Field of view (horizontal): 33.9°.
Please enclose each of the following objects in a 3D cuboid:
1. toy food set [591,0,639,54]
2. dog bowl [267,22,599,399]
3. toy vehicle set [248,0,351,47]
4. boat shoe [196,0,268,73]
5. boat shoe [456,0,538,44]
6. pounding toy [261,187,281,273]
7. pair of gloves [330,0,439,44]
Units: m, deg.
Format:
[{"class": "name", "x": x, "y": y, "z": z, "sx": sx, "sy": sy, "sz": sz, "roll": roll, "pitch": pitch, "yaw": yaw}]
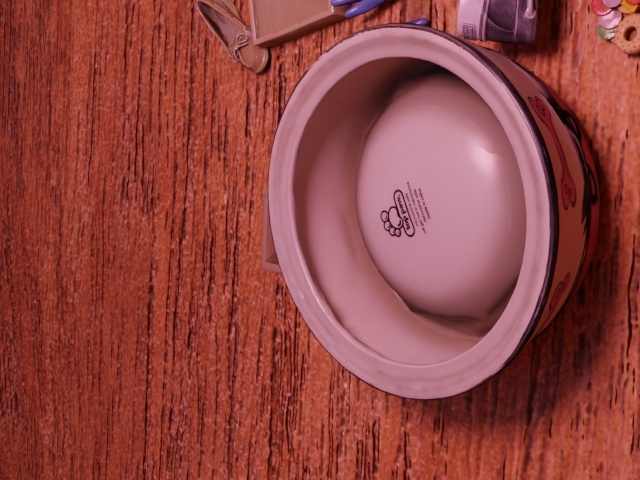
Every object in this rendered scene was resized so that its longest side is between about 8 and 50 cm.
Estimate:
[{"class": "toy food set", "x": 0.317, "y": -0.239, "z": 1.073, "sx": 0.082, "sy": 0.020, "sz": 0.083, "roll": 48, "pitch": 125, "yaw": 33}, {"class": "dog bowl", "x": 0.129, "y": -0.037, "z": 1.177, "sx": 0.408, "sy": 0.150, "sz": 0.408, "roll": 12, "pitch": 107, "yaw": 44}, {"class": "toy vehicle set", "x": -0.041, "y": -0.414, "z": 1.426, "sx": 0.166, "sy": 0.035, "sz": 0.267, "roll": -8, "pitch": 87, "yaw": 47}, {"class": "boat shoe", "x": -0.128, "y": -0.298, "z": 1.518, "sx": 0.056, "sy": 0.048, "sz": 0.153, "roll": -53, "pitch": 57, "yaw": 35}, {"class": "boat shoe", "x": 0.221, "y": -0.358, "z": 1.116, "sx": 0.102, "sy": 0.108, "sz": 0.301, "roll": 10, "pitch": 88, "yaw": 13}, {"class": "pounding toy", "x": 0.000, "y": 0.000, "z": 1.387, "sx": 0.141, "sy": 0.100, "sz": 0.130, "roll": 11, "pitch": 101, "yaw": 56}, {"class": "pair of gloves", "x": 0.078, "y": -0.279, "z": 1.301, "sx": 0.159, "sy": 0.023, "sz": 0.198, "roll": -4, "pitch": 89, "yaw": 35}]
